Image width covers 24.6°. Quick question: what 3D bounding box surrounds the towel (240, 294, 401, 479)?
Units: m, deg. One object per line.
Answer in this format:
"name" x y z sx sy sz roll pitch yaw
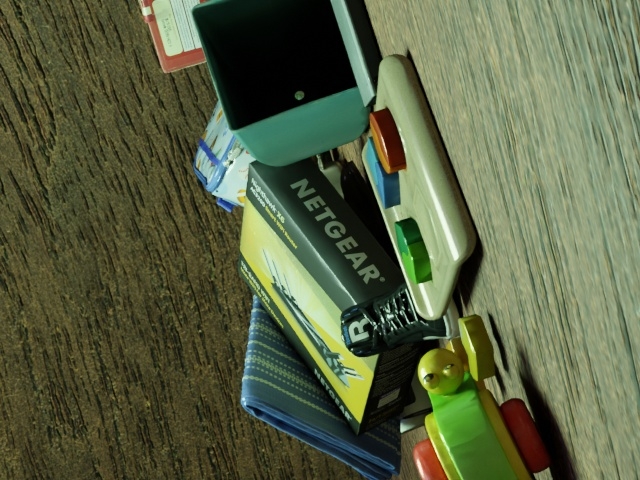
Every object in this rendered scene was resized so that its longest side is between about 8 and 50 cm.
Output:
"towel" 0.003 0.173 2.031 0.243 0.040 0.336 29 -150 -16

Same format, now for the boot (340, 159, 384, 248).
"boot" 0.032 0.000 2.009 0.082 0.106 0.219 -115 8 -60

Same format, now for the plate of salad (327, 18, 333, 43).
"plate of salad" -0.058 -0.321 1.855 0.200 0.048 0.200 40 154 24

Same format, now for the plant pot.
"plant pot" -0.033 -0.189 1.766 0.234 0.165 0.166 64 -174 -73

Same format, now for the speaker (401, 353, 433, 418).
"speaker" 0.115 0.169 1.996 0.055 0.055 0.136 91 162 -77

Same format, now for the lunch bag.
"lunch bag" -0.126 -0.177 2.470 0.243 0.115 0.303 -63 14 7

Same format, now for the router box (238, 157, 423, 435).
"router box" 0.009 0.064 1.902 0.309 0.081 0.243 52 153 27

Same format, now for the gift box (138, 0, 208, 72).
"gift box" -0.181 -0.411 2.035 0.258 0.276 0.255 -111 10 -55

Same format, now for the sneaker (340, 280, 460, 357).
"sneaker" 0.082 0.090 1.624 0.217 0.121 0.079 95 156 -79

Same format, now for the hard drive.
"hard drive" 0.041 -0.215 1.580 0.094 0.022 0.135 143 109 -86

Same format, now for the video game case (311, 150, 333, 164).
"video game case" -0.007 -0.102 2.282 0.166 0.015 0.119 73 -152 -49

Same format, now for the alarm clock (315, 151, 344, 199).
"alarm clock" 0.031 -0.034 2.182 0.129 0.064 0.192 128 128 -85

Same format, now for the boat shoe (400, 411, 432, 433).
"boat shoe" 0.112 0.237 2.143 0.227 0.079 0.081 111 137 -88

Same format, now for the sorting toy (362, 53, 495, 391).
"sorting toy" 0.099 -0.001 1.426 0.229 0.041 0.307 103 150 -71

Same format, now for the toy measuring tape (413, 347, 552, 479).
"toy measuring tape" 0.169 0.245 1.281 0.330 0.121 0.121 64 175 4
